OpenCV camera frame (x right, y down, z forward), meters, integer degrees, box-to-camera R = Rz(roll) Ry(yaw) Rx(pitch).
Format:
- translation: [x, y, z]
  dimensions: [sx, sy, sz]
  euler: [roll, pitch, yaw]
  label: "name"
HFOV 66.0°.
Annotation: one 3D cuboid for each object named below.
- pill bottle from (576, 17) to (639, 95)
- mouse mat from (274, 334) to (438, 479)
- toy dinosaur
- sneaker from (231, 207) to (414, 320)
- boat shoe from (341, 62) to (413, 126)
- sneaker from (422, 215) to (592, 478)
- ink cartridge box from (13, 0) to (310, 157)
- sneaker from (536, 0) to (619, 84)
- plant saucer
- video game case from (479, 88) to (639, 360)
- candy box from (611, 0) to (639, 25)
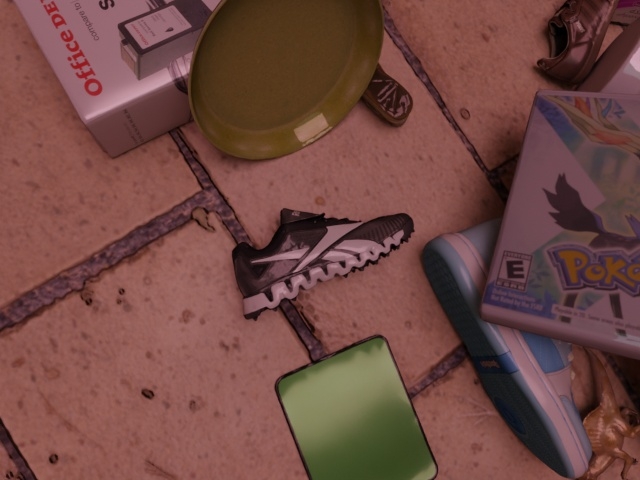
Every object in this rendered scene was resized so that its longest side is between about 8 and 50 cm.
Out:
- translation: [0.511, -0.139, 0.631]
  dimensions: [0.333, 0.188, 0.188]
  euler: [31, 77, 2]
  label: "pill bottle"
- translation: [0.045, 0.227, 0.594]
  dimensions: [0.152, 0.007, 0.190]
  euler: [-20, 84, -12]
  label: "mouse mat"
- translation: [0.374, 0.234, 0.627]
  dimensions: [0.092, 0.053, 0.183]
  euler: [13, 79, -6]
  label: "toy dinosaur"
- translation: [0.000, 0.000, 0.584]
  dimensions: [0.234, 0.078, 0.106]
  euler: [-24, 89, -11]
  label: "sneaker"
- translation: [0.061, -0.214, 0.650]
  dimensions: [0.056, 0.048, 0.153]
  euler: [-43, 84, -3]
  label: "boat shoe"
- translation: [0.285, 0.101, 0.595]
  dimensions: [0.208, 0.127, 0.319]
  euler: [-26, 87, -11]
  label: "sneaker"
- translation: [-0.180, -0.253, 0.572]
  dimensions: [0.272, 0.115, 0.198]
  euler: [-30, 88, -13]
  label: "ink cartridge box"
- translation: [0.366, -0.320, 0.694]
  dimensions: [0.071, 0.066, 0.189]
  euler: [17, 87, -4]
  label: "sneaker"
- translation: [-0.038, -0.195, 0.544]
  dimensions: [0.240, 0.241, 0.037]
  euler: [-29, 60, -13]
  label: "plant saucer"
- translation: [0.360, -0.020, 0.493]
  dimensions: [0.328, 0.036, 0.300]
  euler: [12, 67, 26]
  label: "video game case"
- translation: [0.500, -0.444, 0.744]
  dimensions: [0.159, 0.071, 0.234]
  euler: [5, 81, -10]
  label: "candy box"
